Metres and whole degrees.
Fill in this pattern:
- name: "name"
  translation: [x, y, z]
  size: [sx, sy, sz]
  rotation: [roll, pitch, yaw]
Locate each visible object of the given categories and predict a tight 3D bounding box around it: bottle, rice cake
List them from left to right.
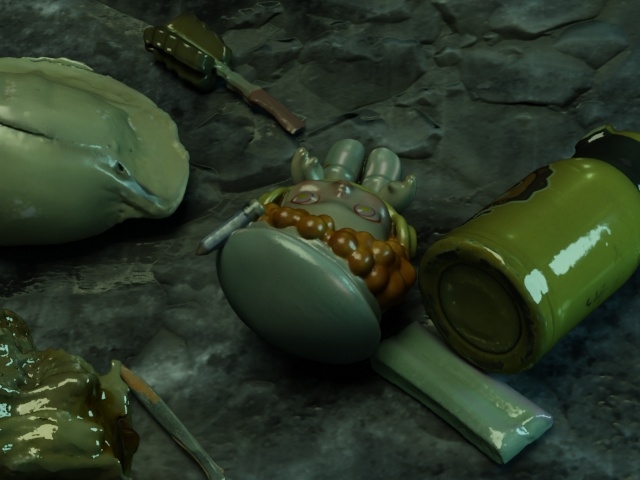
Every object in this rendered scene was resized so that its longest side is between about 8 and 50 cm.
- name: "rice cake"
  translation: [0.152, 0.163, 1.961]
  size: [0.080, 0.042, 0.222]
  rotation: [-37, 47, -21]
- name: "bottle"
  translation: [0.278, -0.006, 2.006]
  size: [0.171, 0.171, 0.351]
  rotation: [24, 44, 33]

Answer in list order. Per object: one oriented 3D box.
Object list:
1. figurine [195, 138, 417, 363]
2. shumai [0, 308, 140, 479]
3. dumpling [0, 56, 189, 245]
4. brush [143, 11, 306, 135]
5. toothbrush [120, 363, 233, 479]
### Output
- name: "figurine"
  translation: [0.030, 0.009, 2.079]
  size: [0.224, 0.205, 0.382]
  rotation: [25, 31, 16]
- name: "shumai"
  translation: [-0.311, 0.229, 1.798]
  size: [0.262, 0.267, 0.314]
  rotation: [25, 14, 18]
- name: "dumpling"
  translation: [-0.359, -0.140, 2.271]
  size: [0.395, 0.233, 0.315]
  rotation: [7, 48, 3]
- name: "brush"
  translation: [-0.126, -0.225, 2.419]
  size: [0.084, 0.071, 0.301]
  rotation: [-33, 52, -25]
- name: "toothbrush"
  translation: [-0.130, 0.241, 1.958]
  size: [0.037, 0.028, 0.375]
  rotation: [-36, 48, -13]
